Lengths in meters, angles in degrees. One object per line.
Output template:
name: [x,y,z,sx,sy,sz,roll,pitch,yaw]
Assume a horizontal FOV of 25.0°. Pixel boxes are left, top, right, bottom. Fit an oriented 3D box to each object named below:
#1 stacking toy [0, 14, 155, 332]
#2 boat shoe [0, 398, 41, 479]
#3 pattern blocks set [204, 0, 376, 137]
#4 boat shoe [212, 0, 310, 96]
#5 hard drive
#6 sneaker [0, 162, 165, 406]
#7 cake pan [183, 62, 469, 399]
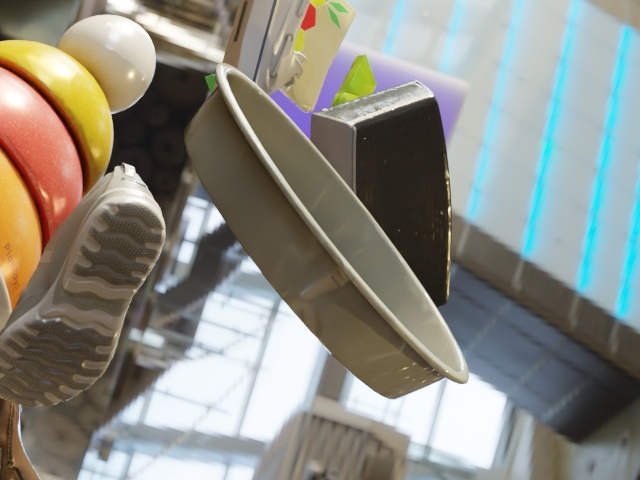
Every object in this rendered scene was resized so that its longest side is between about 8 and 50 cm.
stacking toy: [-0.350,-0.103,1.621,0.480,0.350,0.350,-45,165,-40]
boat shoe: [-0.361,0.293,1.700,0.095,0.095,0.257,135,-40,-88]
pattern blocks set: [-0.030,-0.269,1.813,0.026,0.285,0.325,-6,-138,47]
boat shoe: [-0.057,-0.202,1.588,0.095,0.084,0.258,-129,-125,-67]
hard drive: [0.069,-0.025,1.502,0.172,0.054,0.254,-22,116,-39]
sneaker: [-0.236,0.049,1.418,0.281,0.105,0.115,-51,-154,22]
cake pan: [0.000,0.000,1.056,0.054,0.293,0.293,-38,-169,8]
